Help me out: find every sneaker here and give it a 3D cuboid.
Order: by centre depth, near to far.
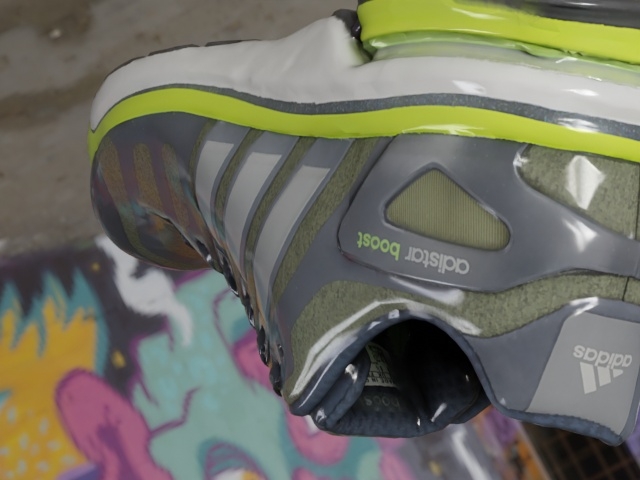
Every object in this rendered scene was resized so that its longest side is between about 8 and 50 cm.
[{"bbox_3d":[0.000,0.000,0.482,0.111,0.121,0.300,8,173,-27],"label":"sneaker"}]
